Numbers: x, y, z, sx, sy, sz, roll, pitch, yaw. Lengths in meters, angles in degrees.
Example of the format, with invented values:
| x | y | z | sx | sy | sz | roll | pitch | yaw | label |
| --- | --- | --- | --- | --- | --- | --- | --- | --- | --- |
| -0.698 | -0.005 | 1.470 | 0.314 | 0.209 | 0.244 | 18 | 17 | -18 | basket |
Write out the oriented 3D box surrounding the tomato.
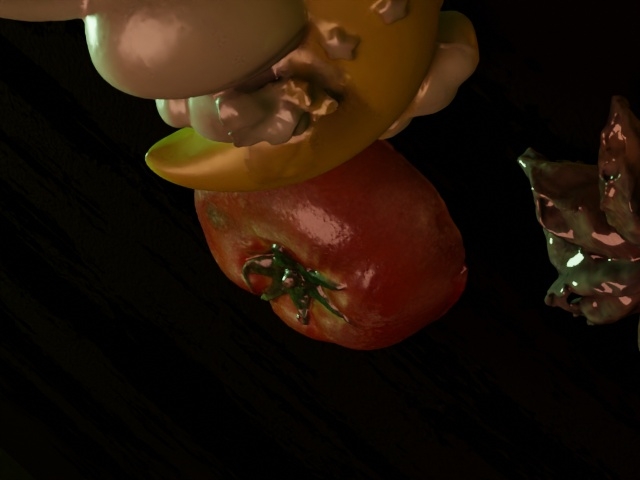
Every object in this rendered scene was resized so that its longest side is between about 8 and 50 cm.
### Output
| x | y | z | sx | sy | sz | roll | pitch | yaw | label |
| --- | --- | --- | --- | --- | --- | --- | --- | --- | --- |
| -0.003 | 0.000 | 0.870 | 0.225 | 0.085 | 0.225 | 30 | 147 | 22 | tomato |

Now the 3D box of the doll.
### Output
| x | y | z | sx | sy | sz | roll | pitch | yaw | label |
| --- | --- | --- | --- | --- | --- | --- | --- | --- | --- |
| -0.046 | -0.123 | 0.638 | 0.252 | 0.111 | 0.237 | -15 | 141 | 18 | doll |

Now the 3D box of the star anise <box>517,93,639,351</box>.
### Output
| x | y | z | sx | sy | sz | roll | pitch | yaw | label |
| --- | --- | --- | --- | --- | --- | --- | --- | --- | --- |
| 0.185 | 0.009 | 0.644 | 0.182 | 0.065 | 0.195 | 4 | 129 | 50 | star anise |
